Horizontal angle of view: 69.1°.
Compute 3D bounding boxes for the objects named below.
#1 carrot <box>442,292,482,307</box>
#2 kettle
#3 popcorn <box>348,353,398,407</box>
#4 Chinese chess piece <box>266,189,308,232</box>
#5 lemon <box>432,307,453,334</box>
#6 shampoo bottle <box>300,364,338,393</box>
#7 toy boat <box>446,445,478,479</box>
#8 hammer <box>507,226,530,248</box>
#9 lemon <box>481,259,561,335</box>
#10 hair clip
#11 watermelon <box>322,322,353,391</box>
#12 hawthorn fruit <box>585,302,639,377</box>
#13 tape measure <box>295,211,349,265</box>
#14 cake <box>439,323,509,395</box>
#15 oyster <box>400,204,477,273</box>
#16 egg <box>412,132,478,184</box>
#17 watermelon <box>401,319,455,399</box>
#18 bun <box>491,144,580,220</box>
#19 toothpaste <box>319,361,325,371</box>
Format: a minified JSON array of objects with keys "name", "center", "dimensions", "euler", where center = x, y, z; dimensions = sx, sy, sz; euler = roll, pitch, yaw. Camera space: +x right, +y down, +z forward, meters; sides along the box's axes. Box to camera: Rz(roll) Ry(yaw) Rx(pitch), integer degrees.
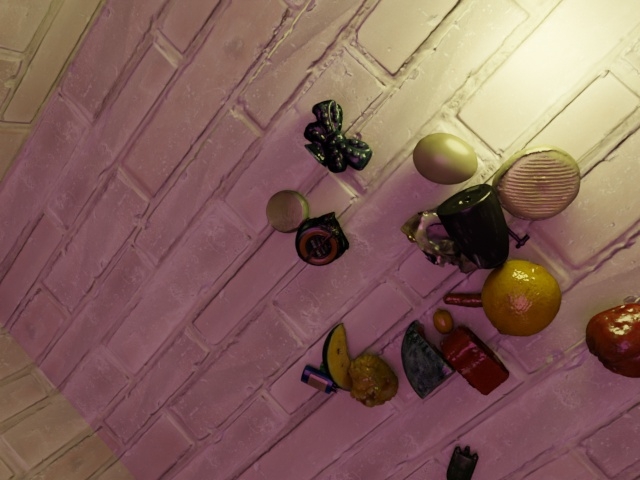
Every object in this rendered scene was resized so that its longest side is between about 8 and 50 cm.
[{"name":"carrot","center":[0.584,0.239,1.860],"dimensions":[0.186,0.060,0.060],"euler":[-3,99,21]},{"name":"kettle","center":[0.590,-0.046,1.677],"dimensions":[0.207,0.268,0.290],"euler":[-16,112,50]},{"name":"popcorn","center":[0.211,0.602,1.982],"dimensions":[0.226,0.200,0.203],"euler":[33,101,-35]},{"name":"Chinese chess piece","center":[-0.143,-0.125,2.019],"dimensions":[0.188,0.083,0.189],"euler":[2,98,18]},{"name":"lemon","center":[0.499,0.328,1.891],"dimensions":[0.082,0.082,0.111],"euler":[-15,96,20]},{"name":"shampoo bottle","center":[0.003,0.644,2.130],"dimensions":[0.182,0.050,0.087],"euler":[21,103,13]},{"name":"toy boat","center":[0.604,0.979,1.998],"dimensions":[0.104,0.052,0.210],"euler":[15,106,12]},{"name":"hammer","center":[0.717,-0.049,1.782],"dimensions":[0.178,0.021,0.065],"euler":[46,110,8]},{"name":"lemon","center":[0.728,0.208,1.698],"dimensions":[0.293,0.293,0.293],"euler":[3,101,18]},{"name":"hair clip","center":[0.053,-0.392,1.851],"dimensions":[0.206,0.194,0.310],"euler":[-37,86,14]},{"name":"watermelon","center":[0.073,0.522,2.035],"dimensions":[0.129,0.123,0.301],"euler":[-11,85,-7]},{"name":"hawthorn fruit","center":[1.071,0.343,1.622],"dimensions":[0.258,0.258,0.262],"euler":[34,115,9]},{"name":"tape measure","center":[0.000,0.000,1.954],"dimensions":[0.222,0.135,0.202],"euler":[-24,113,14]},{"name":"cake","center":[0.603,0.459,1.830],"dimensions":[0.283,0.177,0.151],"euler":[41,111,-4]},{"name":"oyster","center":[0.484,-0.011,1.803],"dimensions":[0.351,0.115,0.238],"euler":[13,89,1]},{"name":"egg","center":[0.463,-0.301,1.727],"dimensions":[0.241,0.186,0.186],"euler":[19,106,12]},{"name":"watermelon","center":[0.460,0.484,1.876],"dimensions":[0.213,0.289,0.320],"euler":[2,81,-19]},{"name":"bun","center":[0.771,-0.211,1.668],"dimensions":[0.287,0.146,0.287],"euler":[6,116,13]},{"name":"toothpaste","center":[0.085,0.584,2.096],"dimensions":[0.178,0.043,0.037],"euler":[10,101,16]}]
